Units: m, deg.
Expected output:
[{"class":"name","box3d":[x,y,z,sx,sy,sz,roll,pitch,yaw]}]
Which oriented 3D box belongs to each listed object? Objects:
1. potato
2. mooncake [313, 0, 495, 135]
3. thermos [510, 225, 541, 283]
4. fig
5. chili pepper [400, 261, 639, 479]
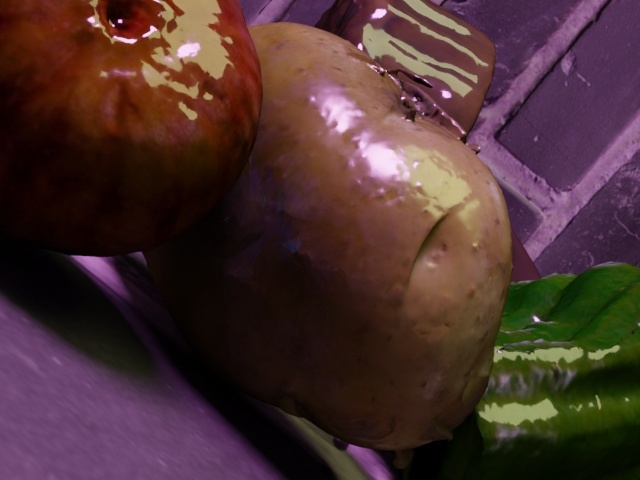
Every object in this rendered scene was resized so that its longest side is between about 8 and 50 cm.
[{"class":"potato","box3d":[-0.004,-0.010,0.664,0.143,0.169,0.248,22,15,-45]},{"class":"mooncake","box3d":[0.039,-0.125,1.427,0.161,0.290,0.290,31,7,-14]},{"class":"thermos","box3d":[0.156,0.078,1.365,0.176,0.146,0.265,32,-11,41]},{"class":"fig","box3d":[-0.122,-0.072,0.582,0.202,0.148,0.149,3,-55,29]},{"class":"chili pepper","box3d":[0.144,0.100,0.871,0.385,0.213,0.167,1,80,-53]}]
